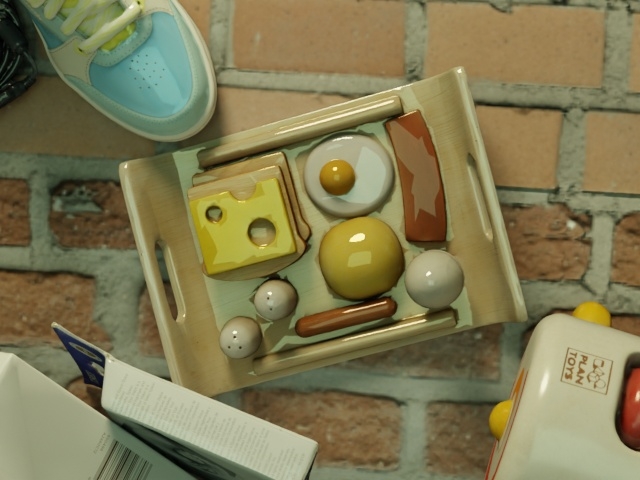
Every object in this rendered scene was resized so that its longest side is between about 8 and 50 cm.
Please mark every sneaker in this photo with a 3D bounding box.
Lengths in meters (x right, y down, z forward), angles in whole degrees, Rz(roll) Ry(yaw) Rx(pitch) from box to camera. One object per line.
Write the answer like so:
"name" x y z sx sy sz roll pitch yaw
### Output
"sneaker" -0.213 -0.211 1.074 0.127 0.208 0.319 -40 89 6

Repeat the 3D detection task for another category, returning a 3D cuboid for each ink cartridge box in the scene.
"ink cartridge box" -0.114 0.154 1.081 0.224 0.223 0.045 24 74 5

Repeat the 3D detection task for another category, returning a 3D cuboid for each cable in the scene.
"cable" -0.349 -0.161 1.173 0.184 0.047 0.151 -30 90 8

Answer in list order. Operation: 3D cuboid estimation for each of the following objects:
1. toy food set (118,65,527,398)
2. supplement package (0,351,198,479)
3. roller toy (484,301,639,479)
"toy food set" 0.000 0.000 1.121 0.306 0.092 0.220 -15 92 7
"supplement package" -0.231 0.231 1.037 0.262 0.145 0.204 43 63 -36
"roller toy" 0.206 0.159 1.057 0.146 0.191 0.209 18 96 6
